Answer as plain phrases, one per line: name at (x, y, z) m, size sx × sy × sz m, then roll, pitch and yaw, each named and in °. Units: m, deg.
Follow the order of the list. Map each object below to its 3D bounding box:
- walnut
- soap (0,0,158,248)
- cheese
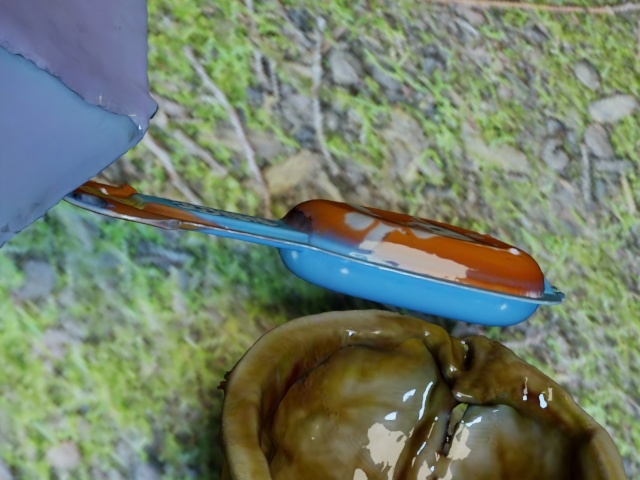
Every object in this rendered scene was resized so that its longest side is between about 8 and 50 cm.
walnut at (0.028, 0.111, 0.712) m, size 0.167 × 0.087 × 0.211 m, roll 31°, pitch 27°, yaw 8°
soap at (-0.192, -0.185, 0.672) m, size 0.296 × 0.107 × 0.285 m, roll 36°, pitch 36°, yaw -34°
cheese at (0.000, 0.000, 0.782) m, size 0.256 × 0.106 × 0.037 m, roll 13°, pitch 95°, yaw -29°
